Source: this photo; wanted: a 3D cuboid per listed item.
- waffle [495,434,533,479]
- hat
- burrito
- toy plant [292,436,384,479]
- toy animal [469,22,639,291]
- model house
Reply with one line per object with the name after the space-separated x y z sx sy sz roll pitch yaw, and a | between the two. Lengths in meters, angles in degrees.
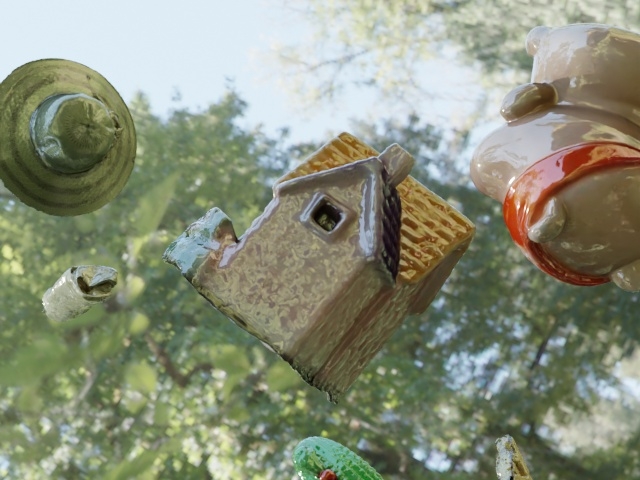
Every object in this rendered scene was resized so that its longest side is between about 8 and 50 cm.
0.192 0.256 1.096 0.023 0.152 0.097 -39 -41 24 | waffle
-0.370 -0.166 1.627 0.252 0.110 0.252 4 -98 -34 | hat
-0.345 0.073 1.555 0.087 0.226 0.060 -18 -94 -28 | burrito
0.058 0.367 1.561 0.088 0.240 0.154 -56 -16 -5 | toy plant
0.214 -0.063 0.846 0.171 0.171 0.197 42 -117 -56 | toy animal
0.000 0.000 1.078 0.237 0.202 0.237 -48 -24 -4 | model house
